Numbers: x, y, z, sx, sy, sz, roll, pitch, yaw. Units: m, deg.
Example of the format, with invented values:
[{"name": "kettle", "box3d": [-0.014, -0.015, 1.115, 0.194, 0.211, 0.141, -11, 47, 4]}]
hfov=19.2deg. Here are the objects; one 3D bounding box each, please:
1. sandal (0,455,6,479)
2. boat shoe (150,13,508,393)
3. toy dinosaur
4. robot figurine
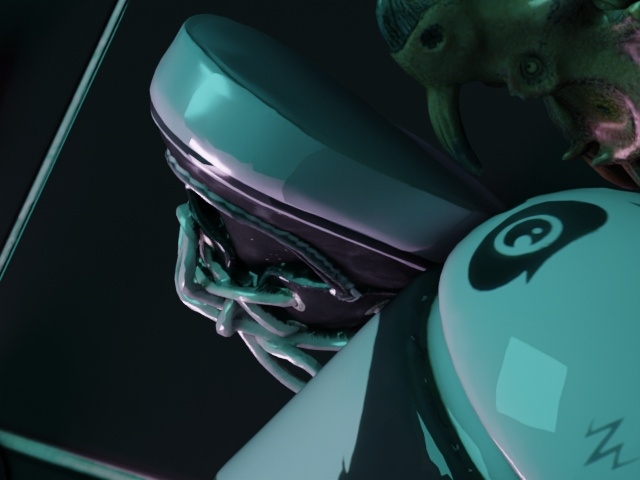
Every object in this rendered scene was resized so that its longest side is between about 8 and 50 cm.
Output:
[{"name": "sandal", "box3d": [-0.224, 0.197, 1.018, 0.097, 0.054, 0.254, -28, 46, 33]}, {"name": "boat shoe", "box3d": [-0.003, -0.003, 0.731, 0.113, 0.306, 0.105, 40, 96, 13]}, {"name": "toy dinosaur", "box3d": [0.183, -0.076, 0.659, 0.296, 0.127, 0.200, 22, 86, 8]}, {"name": "robot figurine", "box3d": [0.055, 0.105, 0.657, 0.278, 0.173, 0.209, -46, 34, 28]}]
